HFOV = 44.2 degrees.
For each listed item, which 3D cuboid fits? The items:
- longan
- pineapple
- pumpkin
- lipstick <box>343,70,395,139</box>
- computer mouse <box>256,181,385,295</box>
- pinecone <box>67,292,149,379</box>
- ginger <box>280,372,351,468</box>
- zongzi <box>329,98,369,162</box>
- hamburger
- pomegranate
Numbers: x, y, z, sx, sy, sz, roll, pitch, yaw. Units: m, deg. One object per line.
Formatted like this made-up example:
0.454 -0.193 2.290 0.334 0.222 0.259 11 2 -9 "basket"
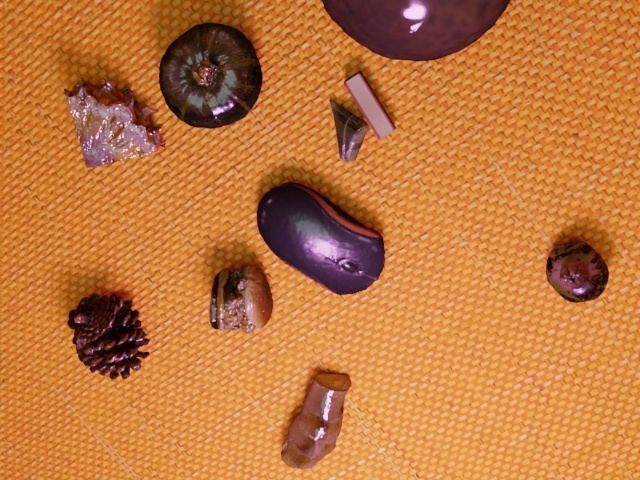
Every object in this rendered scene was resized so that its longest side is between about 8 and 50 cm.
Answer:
0.173 -0.516 1.449 0.390 0.391 0.391 2 108 6 "longan"
-0.465 -0.248 1.741 0.236 0.114 0.186 39 108 -10 "pineapple"
-0.229 -0.344 1.659 0.223 0.157 0.224 0 90 2 "pumpkin"
0.106 -0.290 1.693 0.045 0.045 0.145 -31 102 13 "lipstick"
-0.001 0.002 1.768 0.323 0.116 0.183 33 114 -5 "computer mouse"
-0.498 0.235 1.871 0.168 0.186 0.212 -19 126 -11 "pinecone"
-0.007 0.445 1.920 0.109 0.116 0.263 10 109 -40 "ginger"
0.044 -0.237 1.725 0.113 0.052 0.104 38 126 20 "zongzi"
-0.180 0.133 1.801 0.131 0.185 0.159 0 93 10 "hamburger"
0.559 0.066 1.702 0.125 0.163 0.138 -27 81 -2 "pomegranate"
